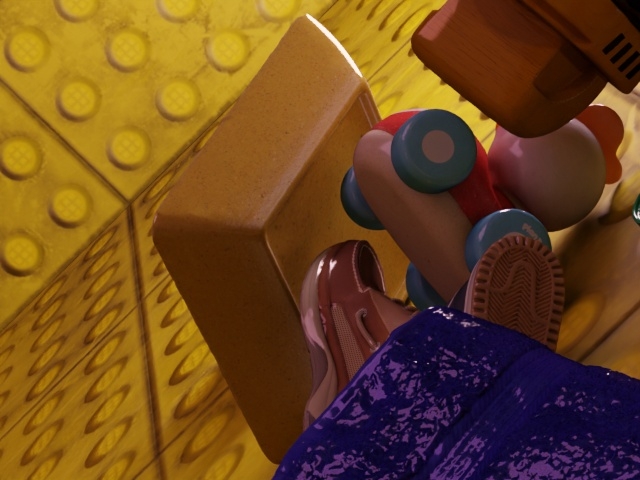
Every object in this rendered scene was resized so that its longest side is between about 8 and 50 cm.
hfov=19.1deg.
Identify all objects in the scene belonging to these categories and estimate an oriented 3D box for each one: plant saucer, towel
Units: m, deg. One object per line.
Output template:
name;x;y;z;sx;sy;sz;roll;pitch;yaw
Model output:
plant saucer;0.000;0.000;1.878;0.081;0.333;0.333;3;44;33
towel;0.119;0.162;1.258;0.308;0.076;0.227;21;65;44

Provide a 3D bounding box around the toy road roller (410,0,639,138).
toy road roller;0.224;-0.204;1.700;0.240;0.202;0.329;-50;-27;6

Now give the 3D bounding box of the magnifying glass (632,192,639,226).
magnifying glass;0.312;-0.022;1.571;0.092;0.026;0.231;-42;13;11

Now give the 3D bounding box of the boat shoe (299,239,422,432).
boat shoe;0.056;0.112;1.695;0.116;0.123;0.324;-22;38;16

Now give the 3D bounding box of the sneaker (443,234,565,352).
sneaker;0.116;0.147;1.513;0.153;0.099;0.282;124;166;-64

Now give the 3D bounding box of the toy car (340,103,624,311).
toy car;0.173;-0.066;1.760;0.238;0.210;0.219;-37;0;-18
